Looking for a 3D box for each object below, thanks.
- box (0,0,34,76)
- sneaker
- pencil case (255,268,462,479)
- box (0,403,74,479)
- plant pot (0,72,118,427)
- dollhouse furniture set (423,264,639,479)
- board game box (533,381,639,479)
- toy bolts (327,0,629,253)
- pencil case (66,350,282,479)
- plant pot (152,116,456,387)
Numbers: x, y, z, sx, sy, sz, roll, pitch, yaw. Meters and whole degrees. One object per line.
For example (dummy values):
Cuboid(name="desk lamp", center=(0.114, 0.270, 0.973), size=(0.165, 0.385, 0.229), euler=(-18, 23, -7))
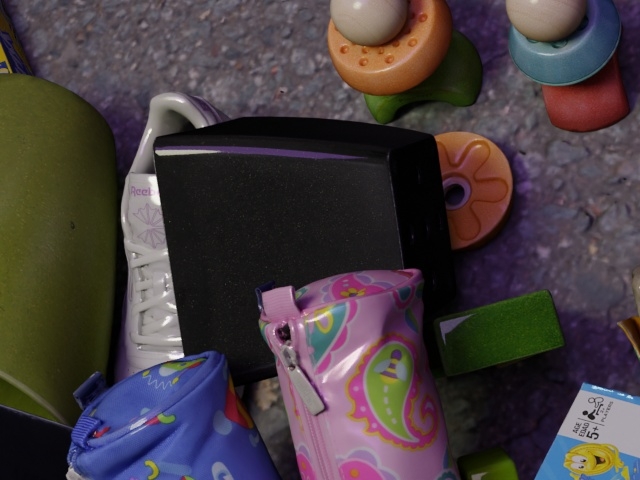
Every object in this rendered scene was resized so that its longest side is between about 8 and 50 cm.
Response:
Cuboid(name="box", center=(-0.301, -0.165, 1.663), size=(0.054, 0.059, 0.169), euler=(-31, 61, 10))
Cuboid(name="sneaker", center=(-0.124, 0.027, 1.458), size=(0.114, 0.152, 0.305), euler=(-2, 70, 20))
Cuboid(name="pencil case", center=(0.036, 0.159, 1.225), size=(0.124, 0.124, 0.284), euler=(-12, 93, 18))
Cuboid(name="box", center=(-0.301, 0.299, 1.327), size=(0.294, 0.182, 0.296), euler=(-23, 55, 39))
Cuboid(name="plant pot", center=(-0.274, 0.018, 1.481), size=(0.274, 0.275, 0.294), euler=(1, 55, 23))
Cuboid(name="dollhouse furniture set", center=(0.238, 0.117, 1.319), size=(0.301, 0.151, 0.198), euler=(-14, 84, -2))
Cuboid(name="board game box", center=(0.161, 0.294, 1.096), size=(0.086, 0.308, 0.302), euler=(15, 59, 30))
Cuboid(name="toy bolts", center=(0.121, -0.122, 1.410), size=(0.228, 0.158, 0.218), euler=(-15, 64, 17))
Cuboid(name="pencil case", center=(-0.068, 0.226, 1.279), size=(0.133, 0.119, 0.306), euler=(-28, 102, -12))
Cuboid(name="plant pot", center=(0.000, 0.000, 1.361), size=(0.167, 0.187, 0.188), euler=(-5, 97, 20))
